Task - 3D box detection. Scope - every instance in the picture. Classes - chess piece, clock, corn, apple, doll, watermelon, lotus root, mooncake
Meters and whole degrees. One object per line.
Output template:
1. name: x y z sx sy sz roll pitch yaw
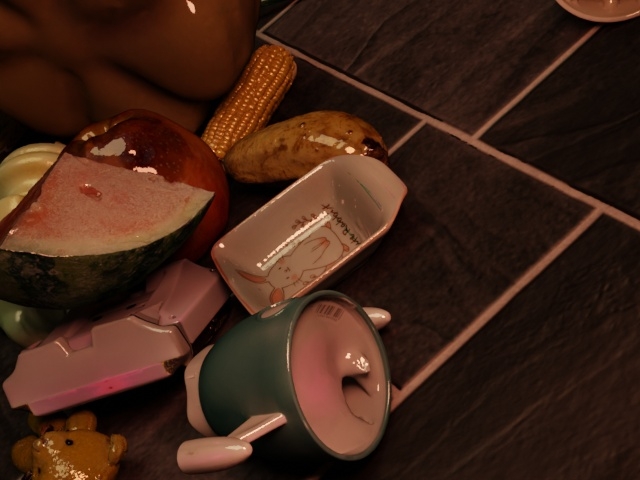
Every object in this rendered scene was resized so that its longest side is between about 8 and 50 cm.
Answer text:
1. chess piece: -0.384 0.018 1.551 0.175 0.176 0.298 -22 39 18
2. clock: -0.240 0.111 1.365 0.253 0.083 0.186 -19 14 20
3. corn: -0.104 -0.191 1.644 0.080 0.080 0.238 1 48 39
4. apple: -0.234 -0.066 1.497 0.229 0.230 0.230 -21 39 18
5. doll: -0.307 0.245 1.311 0.209 0.097 0.137 13 63 52
6. watermelon: -0.293 0.003 1.336 0.260 0.256 0.176 -46 61 36
7. lotus root: -0.024 -0.114 1.475 0.258 0.110 0.097 -2 88 37
8. mooncake: -0.313 -0.338 1.583 0.466 0.467 0.262 -12 44 28

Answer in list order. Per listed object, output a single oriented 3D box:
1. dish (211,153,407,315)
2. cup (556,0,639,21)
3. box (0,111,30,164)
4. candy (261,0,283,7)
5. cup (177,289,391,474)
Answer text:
1. dish: 0.000 0.000 1.353 0.234 0.064 0.154 -38 45 -2
2. cup: 0.380 -0.397 1.443 0.241 0.185 0.226 5 35 -4
3. box: -0.519 -0.383 1.930 0.138 0.373 0.420 25 61 15
4. candy: -0.142 -0.378 1.898 0.323 0.097 0.097 -14 41 14
5. cup: -0.042 0.147 1.162 0.173 0.168 0.299 -16 13 38
